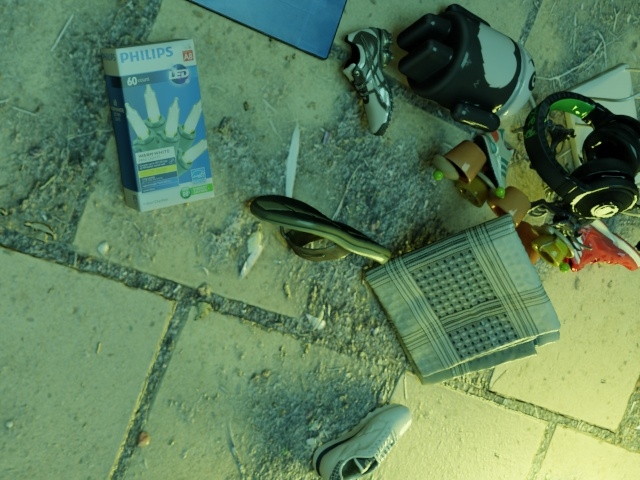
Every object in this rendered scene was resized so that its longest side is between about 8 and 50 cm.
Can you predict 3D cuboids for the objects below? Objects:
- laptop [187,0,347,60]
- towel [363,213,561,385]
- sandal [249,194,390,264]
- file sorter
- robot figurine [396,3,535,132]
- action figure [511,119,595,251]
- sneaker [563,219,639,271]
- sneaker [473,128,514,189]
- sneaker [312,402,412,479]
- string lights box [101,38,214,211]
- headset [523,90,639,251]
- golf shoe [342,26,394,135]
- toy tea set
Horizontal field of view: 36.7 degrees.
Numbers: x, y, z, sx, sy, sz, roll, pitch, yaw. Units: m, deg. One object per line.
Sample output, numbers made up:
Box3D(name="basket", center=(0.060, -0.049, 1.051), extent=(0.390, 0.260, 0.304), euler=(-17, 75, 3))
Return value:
Box3D(name="laptop", center=(-0.022, -0.547, 1.542), extent=(0.382, 0.408, 0.236), euler=(17, 58, -34))
Box3D(name="towel", center=(0.284, 0.133, 1.880), extent=(0.312, 0.056, 0.324), euler=(-22, 119, 14))
Box3D(name="sandal", center=(0.002, 0.001, 1.745), extent=(0.303, 0.120, 0.086), euler=(24, 101, -34))
Box3D(name="file sorter", center=(0.670, -0.217, 2.074), extent=(0.193, 0.173, 0.277), euler=(-27, 113, -25))
Box3D(name="robot figurine", center=(0.276, -0.325, 1.802), extent=(0.278, 0.174, 0.209), euler=(17, 99, -33))
Box3D(name="action figure", center=(0.481, -0.104, 1.998), extent=(0.164, 0.141, 0.275), euler=(-7, 83, -40))
Box3D(name="sneaker", center=(0.614, 0.033, 2.160), extent=(0.221, 0.087, 0.128), euler=(36, 89, -20))
Box3D(name="sneaker", center=(0.369, -0.152, 1.969), extent=(0.075, 0.057, 0.161), euler=(-27, 111, -19))
Box3D(name="sneaker", center=(0.101, 0.410, 1.906), extent=(0.235, 0.095, 0.090), euler=(-32, 114, -24))
Box3D(name="string lights box", center=(-0.261, -0.188, 1.557), extent=(0.133, 0.077, 0.259), euler=(-15, 108, -27))
Box3D(name="headset", center=(0.560, -0.124, 1.917), extent=(0.394, 0.185, 0.243), euler=(35, 53, -6))
Box3D(name="golf shoe", center=(0.082, -0.288, 1.759), extent=(0.094, 0.077, 0.198), euler=(-6, 97, -20))
Box3D(name="toy tea set", center=(0.330, -0.042, 1.881), extent=(0.124, 0.200, 0.336), euler=(-45, 94, -7))
